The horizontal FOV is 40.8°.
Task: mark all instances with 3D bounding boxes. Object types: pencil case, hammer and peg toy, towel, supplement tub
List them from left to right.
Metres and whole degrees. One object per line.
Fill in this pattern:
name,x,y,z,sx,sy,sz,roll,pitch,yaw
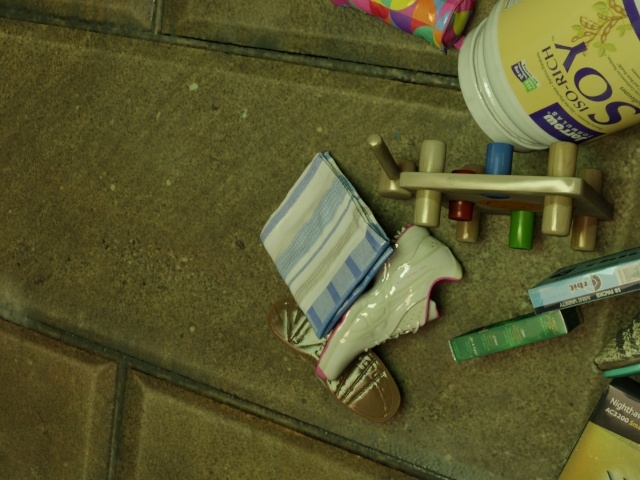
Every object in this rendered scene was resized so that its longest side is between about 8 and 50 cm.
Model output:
towel,0.000,0.000,1.442,0.209,0.034,0.285,-53,41,18
pencil case,0.130,-0.380,1.370,0.236,0.104,0.105,32,110,22
hammer and peg toy,0.223,-0.064,1.262,0.361,0.266,0.128,5,85,28
supplement tub,0.366,-0.261,1.127,0.331,0.241,0.241,-23,85,53

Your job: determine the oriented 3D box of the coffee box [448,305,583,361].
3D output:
coffee box,0.304,0.140,1.333,0.184,0.113,0.041,-21,83,31

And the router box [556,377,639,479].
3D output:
router box,0.517,0.378,1.261,0.308,0.081,0.243,28,108,23

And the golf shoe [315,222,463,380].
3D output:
golf shoe,0.111,0.122,1.411,0.140,0.115,0.306,36,96,7

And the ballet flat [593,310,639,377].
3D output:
ballet flat,0.610,0.086,1.144,0.482,0.164,0.182,-6,80,22

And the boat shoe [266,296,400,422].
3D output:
boat shoe,0.029,0.205,1.518,0.285,0.089,0.104,43,88,15

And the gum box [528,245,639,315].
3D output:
gum box,0.397,0.052,1.226,0.156,0.184,0.041,-19,87,30
